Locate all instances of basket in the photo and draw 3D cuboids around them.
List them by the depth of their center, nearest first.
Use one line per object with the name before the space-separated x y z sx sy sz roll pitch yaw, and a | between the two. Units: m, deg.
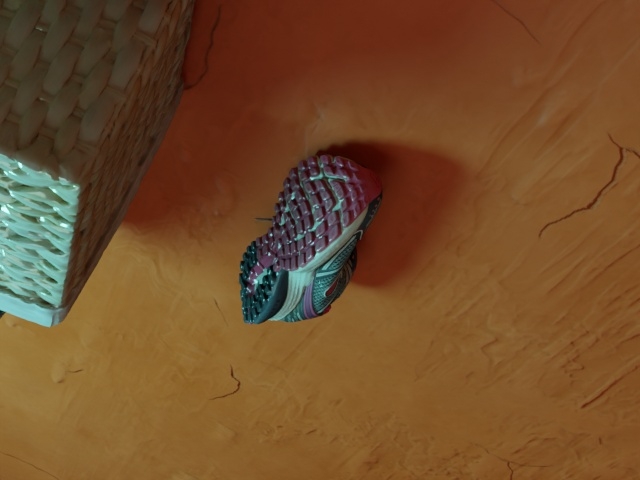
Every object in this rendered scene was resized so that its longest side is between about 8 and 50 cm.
basket | -0.315 -0.154 1.136 0.328 0.331 0.266 23 149 -3

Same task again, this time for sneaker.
sneaker | 0.000 0.000 1.391 0.112 0.121 0.299 3 153 -23

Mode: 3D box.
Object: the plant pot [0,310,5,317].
plant pot | -0.467 -0.068 1.394 0.334 0.341 0.341 37 146 -7
